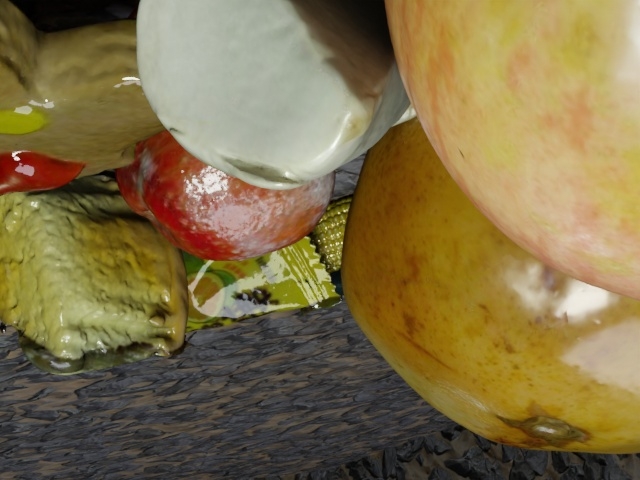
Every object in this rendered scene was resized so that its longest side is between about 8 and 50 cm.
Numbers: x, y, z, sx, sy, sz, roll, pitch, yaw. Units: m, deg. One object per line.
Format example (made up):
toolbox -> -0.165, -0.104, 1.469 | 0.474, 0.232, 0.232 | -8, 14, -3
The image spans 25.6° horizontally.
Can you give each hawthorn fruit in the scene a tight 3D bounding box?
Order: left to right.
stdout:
hawthorn fruit -> -0.078, -0.064, 1.138 | 0.173, 0.173, 0.173 | -11, 164, -3

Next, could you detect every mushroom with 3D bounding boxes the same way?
mushroom -> -0.012, -0.117, 0.881 | 0.154, 0.137, 0.407 | 27, -169, 5

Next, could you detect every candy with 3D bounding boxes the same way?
candy -> -0.142, 0.042, 1.528 | 0.297, 0.081, 0.187 | -15, 136, 15

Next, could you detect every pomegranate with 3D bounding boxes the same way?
pomegranate -> 0.227, -0.014, 1.175 | 0.417, 0.416, 0.416 | -11, 164, -3

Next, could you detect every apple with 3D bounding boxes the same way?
apple -> 0.200, -0.151, 0.698 | 0.364, 0.364, 0.364 | -11, 164, -3

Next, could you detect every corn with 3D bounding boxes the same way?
corn -> 0.000, 0.000, 1.571 | 0.238, 0.080, 0.080 | -16, 164, 17

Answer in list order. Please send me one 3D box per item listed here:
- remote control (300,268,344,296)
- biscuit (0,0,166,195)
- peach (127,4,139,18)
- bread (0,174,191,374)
remote control -> -0.032, 0.053, 1.792 | 0.222, 0.042, 0.072 | -7, 161, -19
biscuit -> -0.283, -0.103, 0.896 | 0.368, 0.076, 0.394 | -9, 162, 20
peach -> -0.098, -0.151, 1.004 | 0.098, 0.061, 0.098 | -10, 153, -5
bread -> -0.231, 0.016, 1.313 | 0.262, 0.162, 0.204 | 29, -167, 36
